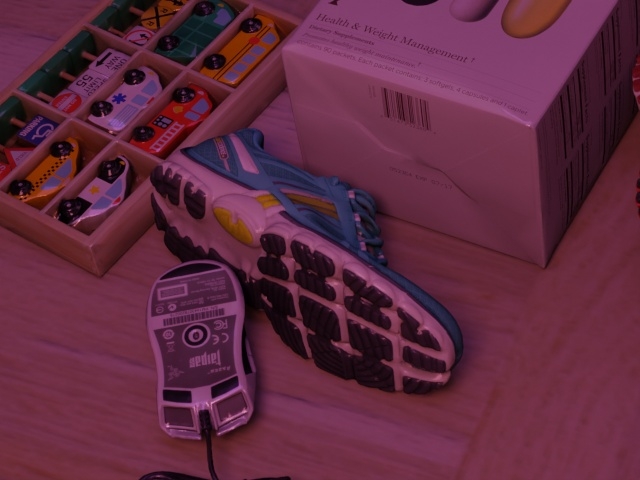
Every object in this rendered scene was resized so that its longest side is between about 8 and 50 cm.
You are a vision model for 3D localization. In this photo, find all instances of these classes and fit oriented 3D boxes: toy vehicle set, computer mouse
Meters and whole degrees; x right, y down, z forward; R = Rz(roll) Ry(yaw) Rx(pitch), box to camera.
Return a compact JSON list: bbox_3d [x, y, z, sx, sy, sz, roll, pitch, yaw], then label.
[{"bbox_3d":[-0.147,-0.102,1.389,0.166,0.035,0.267,25,57,27],"label":"toy vehicle set"},{"bbox_3d":[-0.072,0.099,1.200,0.106,0.042,0.193,-10,55,6],"label":"computer mouse"}]

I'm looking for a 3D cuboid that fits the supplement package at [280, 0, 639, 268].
[{"bbox_3d":[0.112,-0.125,1.295,0.194,0.149,0.203,19,56,23],"label":"supplement package"}]

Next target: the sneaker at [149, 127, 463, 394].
[{"bbox_3d":[0.000,0.000,1.240,0.110,0.107,0.275,-31,51,-29],"label":"sneaker"}]

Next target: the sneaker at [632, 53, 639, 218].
[{"bbox_3d":[0.260,-0.062,1.259,0.088,0.093,0.225,-1,51,23],"label":"sneaker"}]
